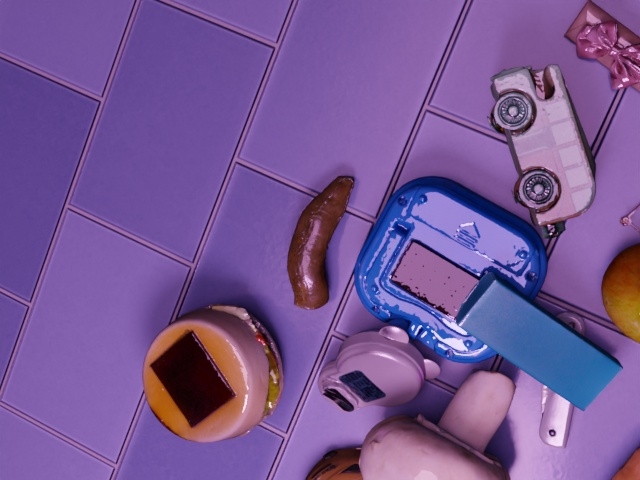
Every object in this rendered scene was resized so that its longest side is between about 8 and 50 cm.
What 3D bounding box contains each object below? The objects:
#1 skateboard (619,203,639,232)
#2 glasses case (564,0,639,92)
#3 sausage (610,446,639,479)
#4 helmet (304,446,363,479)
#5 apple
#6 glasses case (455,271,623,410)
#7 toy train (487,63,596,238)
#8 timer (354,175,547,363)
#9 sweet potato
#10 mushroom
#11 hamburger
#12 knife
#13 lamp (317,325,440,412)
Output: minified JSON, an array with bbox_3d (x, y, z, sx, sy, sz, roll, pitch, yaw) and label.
[{"bbox_3d":[0.611,-0.028,1.673,0.064,0.032,0.083,-44,80,4],"label":"skateboard"},{"bbox_3d":[0.535,-0.348,1.645,0.193,0.070,0.102,41,105,9],"label":"glasses case"},{"bbox_3d":[0.609,0.477,1.664,0.136,0.120,0.241,38,104,25],"label":"sausage"},{"bbox_3d":[0.052,0.534,1.819,0.224,0.130,0.198,-36,88,14],"label":"helmet"},{"bbox_3d":[0.605,0.100,1.602,0.195,0.196,0.196,1,95,15],"label":"apple"},{"bbox_3d":[0.400,0.184,1.651,0.301,0.070,0.117,34,106,-11],"label":"glasses case"},{"bbox_3d":[0.415,-0.170,1.666,0.159,0.129,0.327,-17,89,10],"label":"toy train"},{"bbox_3d":[0.249,0.058,1.736,0.340,0.115,0.309,30,104,10],"label":"timer"},{"bbox_3d":[-0.002,-0.001,1.824,0.112,0.085,0.286,18,88,-21],"label":"sweet potato"},{"bbox_3d":[0.242,0.394,1.694,0.314,0.314,0.336,28,75,12],"label":"mushroom"},{"bbox_3d":[-0.222,0.279,1.854,0.301,0.170,0.302,2,95,20],"label":"hamburger"},{"bbox_3d":[0.463,0.268,1.731,0.073,0.040,0.266,7,97,20],"label":"knife"},{"bbox_3d":[0.104,0.256,1.788,0.246,0.108,0.179,-30,113,31],"label":"lamp"}]
